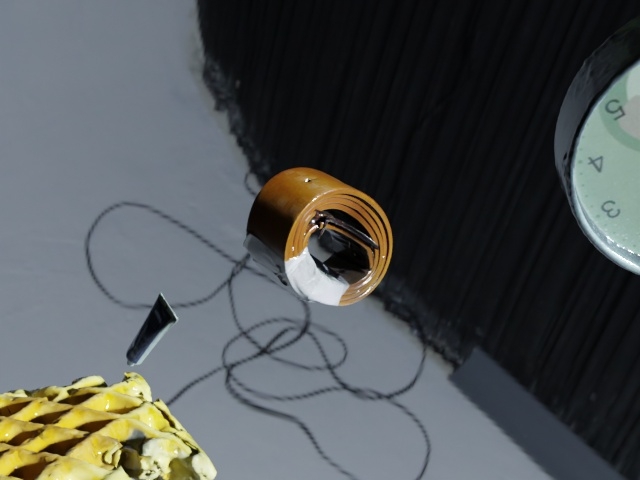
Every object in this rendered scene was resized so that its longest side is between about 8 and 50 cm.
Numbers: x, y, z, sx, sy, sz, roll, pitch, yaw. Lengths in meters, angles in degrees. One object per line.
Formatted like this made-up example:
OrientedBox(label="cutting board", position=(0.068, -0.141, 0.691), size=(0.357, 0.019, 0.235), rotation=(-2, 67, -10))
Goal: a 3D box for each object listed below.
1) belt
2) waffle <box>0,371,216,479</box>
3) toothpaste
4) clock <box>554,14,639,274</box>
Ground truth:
OrientedBox(label="belt", position=(0.000, 0.000, 1.623), size=(0.105, 0.184, 0.261), rotation=(31, 1, 36))
OrientedBox(label="waffle", position=(-0.212, 0.159, 0.778), size=(0.250, 0.056, 0.261), rotation=(-6, 18, -24))
OrientedBox(label="toothpaste", position=(-0.194, 0.108, 1.234), size=(0.021, 0.140, 0.037), rotation=(-25, 72, -42))
OrientedBox(label="clock", position=(0.393, -0.090, 1.068), size=(0.318, 0.319, 0.066), rotation=(11, 37, -6))
